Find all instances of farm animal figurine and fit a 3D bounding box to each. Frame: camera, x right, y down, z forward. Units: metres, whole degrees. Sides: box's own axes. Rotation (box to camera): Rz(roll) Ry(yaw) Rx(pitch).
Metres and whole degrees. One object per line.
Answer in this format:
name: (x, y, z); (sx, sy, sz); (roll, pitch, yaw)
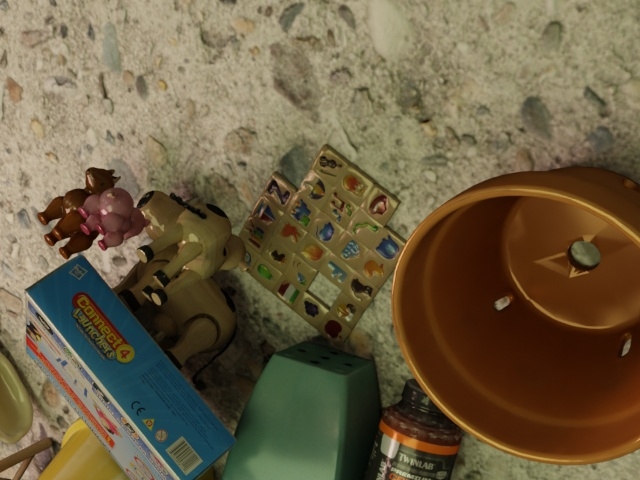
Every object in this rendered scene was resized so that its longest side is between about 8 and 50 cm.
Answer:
farm animal figurine: (-0.193, 0.028, 1.236); (0.330, 0.172, 0.326); (19, 139, 46)

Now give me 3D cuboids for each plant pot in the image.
plant pot: (0.243, 0.048, 0.963); (0.291, 0.203, 0.290); (13, 119, 25)
plant pot: (-0.017, 0.261, 1.238); (0.166, 0.165, 0.234); (13, 99, 22)
plant pot: (-0.330, 0.401, 1.459); (0.254, 0.239, 0.253); (14, 120, 25)

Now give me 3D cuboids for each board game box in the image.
board game box: (-0.266, 0.202, 1.270); (0.308, 0.086, 0.302); (50, 155, 5)

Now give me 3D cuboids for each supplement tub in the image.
supplement tub: (0.113, 0.276, 1.189); (0.106, 0.106, 0.197); (17, 97, 24)

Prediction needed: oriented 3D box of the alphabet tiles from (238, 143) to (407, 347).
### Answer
alphabet tiles: (0.000, 0.000, 1.211); (0.198, 0.009, 0.237); (39, 126, 10)

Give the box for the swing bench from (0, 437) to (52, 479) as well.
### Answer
swing bench: (-0.505, 0.492, 1.556); (0.253, 0.255, 0.165); (45, 118, 22)

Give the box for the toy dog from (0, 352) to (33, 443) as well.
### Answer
toy dog: (-0.769, 0.267, 1.642); (0.408, 0.285, 0.395); (-24, 90, 38)
